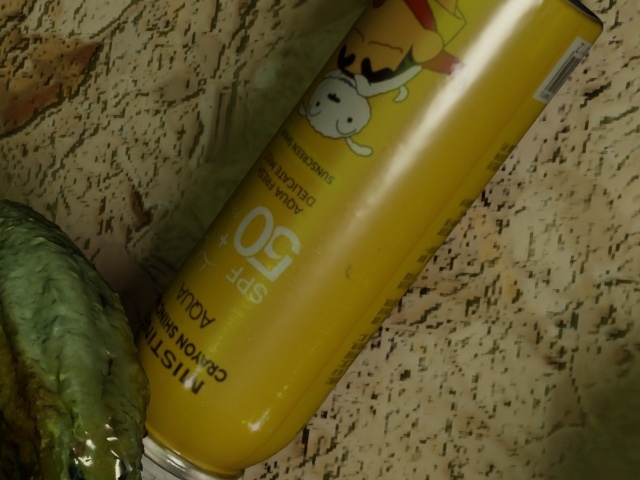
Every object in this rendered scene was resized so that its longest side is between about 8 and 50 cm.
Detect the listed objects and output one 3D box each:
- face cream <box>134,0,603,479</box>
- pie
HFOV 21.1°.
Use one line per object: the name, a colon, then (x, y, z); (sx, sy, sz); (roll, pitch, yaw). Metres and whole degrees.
face cream: (0.000, 0.000, 0.883); (0.105, 0.105, 0.349); (43, 105, 26)
pie: (-0.163, 0.116, 0.910); (0.277, 0.078, 0.277); (11, 102, 63)
